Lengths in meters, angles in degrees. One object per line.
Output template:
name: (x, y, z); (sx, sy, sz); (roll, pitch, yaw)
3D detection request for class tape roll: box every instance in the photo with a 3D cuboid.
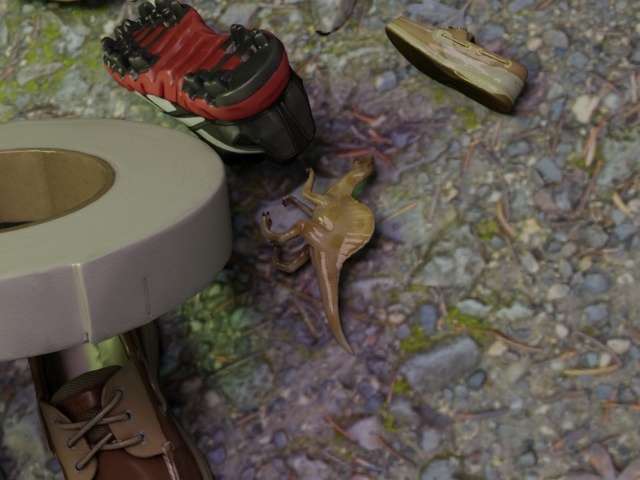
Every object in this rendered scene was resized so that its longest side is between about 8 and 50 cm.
tape roll: (-0.264, -0.008, 1.494); (0.392, 0.072, 0.392); (-5, 21, 2)

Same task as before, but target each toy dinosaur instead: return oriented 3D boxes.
toy dinosaur: (0.000, 0.000, 1.541); (0.092, 0.053, 0.183); (1, 67, 21)

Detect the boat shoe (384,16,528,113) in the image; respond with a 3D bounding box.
boat shoe: (0.117, -0.157, 1.574); (0.135, 0.050, 0.045); (34, 78, 20)

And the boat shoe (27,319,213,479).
boat shoe: (-0.177, 0.150, 1.501); (0.123, 0.116, 0.324); (-29, 59, 7)

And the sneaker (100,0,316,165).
sneaker: (-0.096, -0.132, 1.615); (0.097, 0.135, 0.276); (-47, 35, -13)

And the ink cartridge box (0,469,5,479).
ink cartridge box: (-0.337, 0.187, 1.589); (0.097, 0.046, 0.207); (-33, 59, 5)
